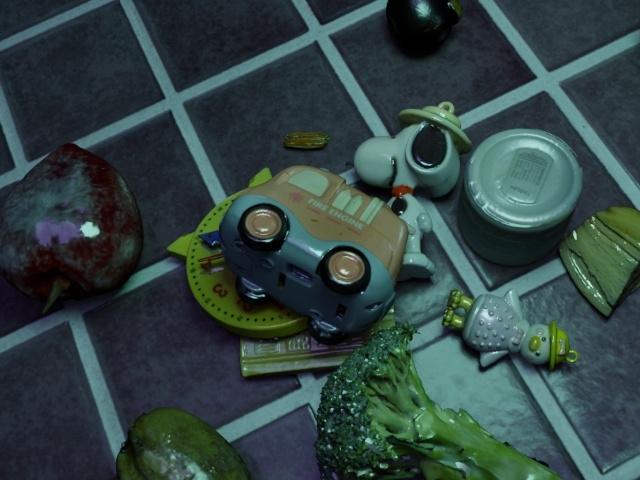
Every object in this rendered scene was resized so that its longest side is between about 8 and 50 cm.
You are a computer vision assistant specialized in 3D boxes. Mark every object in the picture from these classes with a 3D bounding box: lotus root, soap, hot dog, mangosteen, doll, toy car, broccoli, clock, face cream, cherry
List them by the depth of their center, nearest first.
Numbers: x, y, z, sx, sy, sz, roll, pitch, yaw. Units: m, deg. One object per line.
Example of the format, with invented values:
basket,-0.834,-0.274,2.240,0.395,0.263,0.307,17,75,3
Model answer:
broccoli,0.153,0.303,0.997,0.361,0.221,0.252,42,59,13
lotus root,-0.173,0.354,1.029,0.278,0.154,0.154,37,76,21
toy car,0.000,0.000,1.054,0.270,0.180,0.212,27,57,9
doll,0.285,0.138,1.093,0.207,0.081,0.129,21,90,13
lotus root,0.461,0.016,1.123,0.135,0.095,0.159,53,122,28
face cream,0.308,-0.066,1.137,0.177,0.153,0.177,-2,67,5
soap,-0.005,0.160,1.144,0.252,0.037,0.092,-7,65,5
clock,-0.086,0.017,1.173,0.293,0.071,0.277,34,70,25
cherry,-0.406,-0.023,1.184,0.230,0.203,0.300,-8,65,8
doll,0.164,-0.080,1.184,0.208,0.144,0.271,-24,63,17
hot dog,-0.025,-0.178,1.300,0.083,0.021,0.037,4,47,12
mangosteen,0.194,-0.418,1.314,0.151,0.137,0.137,-28,66,2
